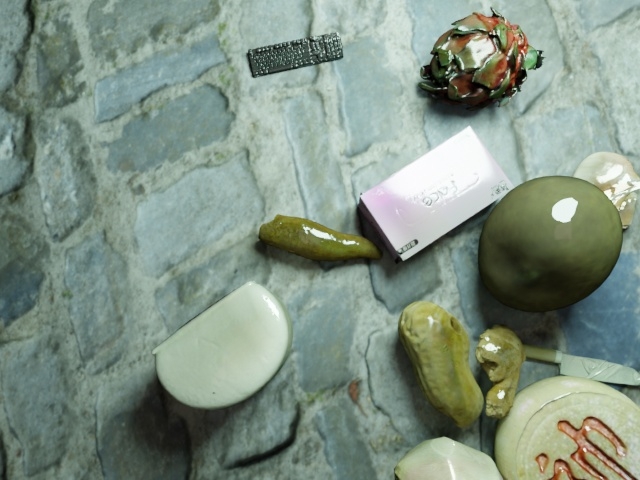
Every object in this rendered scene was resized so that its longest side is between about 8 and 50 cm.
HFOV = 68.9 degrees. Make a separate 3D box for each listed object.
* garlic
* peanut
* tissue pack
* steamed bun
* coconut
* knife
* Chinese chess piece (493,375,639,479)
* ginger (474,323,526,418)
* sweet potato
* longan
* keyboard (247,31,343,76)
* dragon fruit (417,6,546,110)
[{"bbox_3d":[0.528,-0.074,0.869,0.124,0.099,0.174,15,84,19],"label":"garlic"},{"bbox_3d":[0.223,0.219,0.837,0.110,0.120,0.236,-27,88,33],"label":"peanut"},{"bbox_3d":[0.208,-0.084,0.880,0.247,0.092,0.148,-33,82,-1],"label":"tissue pack"},{"bbox_3d":[-0.155,0.199,0.830,0.242,0.146,0.164,-36,80,-4],"label":"steamed bun"},{"bbox_3d":[0.209,0.423,0.786,0.183,0.171,0.170,16,84,1],"label":"coconut"},{"bbox_3d":[0.458,0.230,0.870,0.298,0.017,0.047,10,89,4],"label":"knife"},{"bbox_3d":[0.443,0.374,0.808,0.270,0.112,0.269,0,83,3],"label":"Chinese chess piece"},{"bbox_3d":[0.310,0.222,0.818,0.096,0.067,0.165,27,65,-23],"label":"ginger"},{"bbox_3d":[0.000,0.000,0.886,0.244,0.077,0.077,12,84,5],"label":"sweet potato"},{"bbox_3d":[0.381,0.002,0.789,0.215,0.246,0.245,8,83,24],"label":"longan"},{"bbox_3d":[-0.051,-0.387,0.965,0.196,0.018,0.060,-12,85,1],"label":"keyboard"},{"bbox_3d":[0.294,-0.334,0.871,0.189,0.182,0.182,4,81,-38],"label":"dragon fruit"}]
